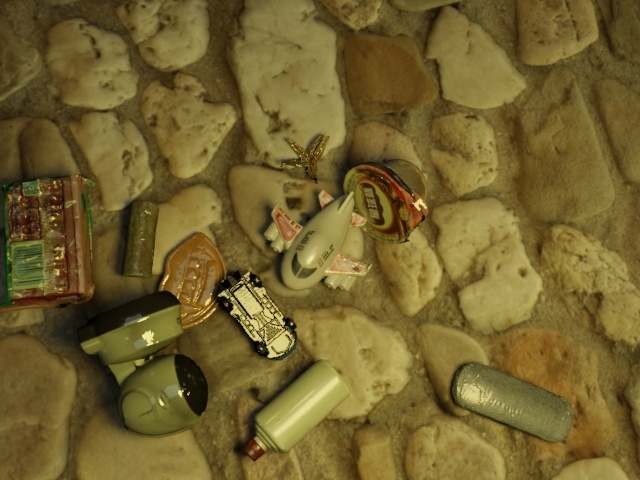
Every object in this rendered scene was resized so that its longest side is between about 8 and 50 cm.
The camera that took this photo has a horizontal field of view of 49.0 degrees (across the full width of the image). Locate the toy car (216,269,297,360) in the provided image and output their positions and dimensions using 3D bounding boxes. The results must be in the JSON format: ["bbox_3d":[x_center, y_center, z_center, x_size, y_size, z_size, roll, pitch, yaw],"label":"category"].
[{"bbox_3d":[-0.135,0.163,1.513,0.103,0.063,0.216,-38,96,-15],"label":"toy car"}]

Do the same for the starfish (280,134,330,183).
[{"bbox_3d":[-0.029,-0.180,1.623,0.133,0.041,0.130,-16,71,-6],"label":"starfish"}]

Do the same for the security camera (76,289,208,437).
[{"bbox_3d":[-0.335,0.256,1.398,0.191,0.197,0.277,-21,87,-4],"label":"security camera"}]

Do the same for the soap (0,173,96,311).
[{"bbox_3d":[-0.571,0.004,1.460,0.218,0.098,0.273,-5,77,-11],"label":"soap"}]

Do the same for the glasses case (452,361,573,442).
[{"bbox_3d":[0.427,0.359,1.557,0.282,0.067,0.109,21,71,-2],"label":"glasses case"}]

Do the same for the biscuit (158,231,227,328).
[{"bbox_3d":[-0.274,0.091,1.525,0.142,0.029,0.220,17,74,-5],"label":"biscuit"}]

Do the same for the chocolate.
[{"bbox_3d":[0.171,-0.111,1.577,0.147,0.221,0.221,-37,85,-30],"label":"chocolate"}]

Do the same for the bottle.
[{"bbox_3d":[-0.057,0.361,1.456,0.245,0.104,0.104,-39,85,-16],"label":"bottle"}]

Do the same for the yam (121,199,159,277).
[{"bbox_3d":[-0.388,0.001,1.510,0.068,0.068,0.169,5,72,-8],"label":"yam"}]

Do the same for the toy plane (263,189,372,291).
[{"bbox_3d":[-0.001,0.001,1.548,0.252,0.118,0.252,1,78,-6],"label":"toy plane"}]
